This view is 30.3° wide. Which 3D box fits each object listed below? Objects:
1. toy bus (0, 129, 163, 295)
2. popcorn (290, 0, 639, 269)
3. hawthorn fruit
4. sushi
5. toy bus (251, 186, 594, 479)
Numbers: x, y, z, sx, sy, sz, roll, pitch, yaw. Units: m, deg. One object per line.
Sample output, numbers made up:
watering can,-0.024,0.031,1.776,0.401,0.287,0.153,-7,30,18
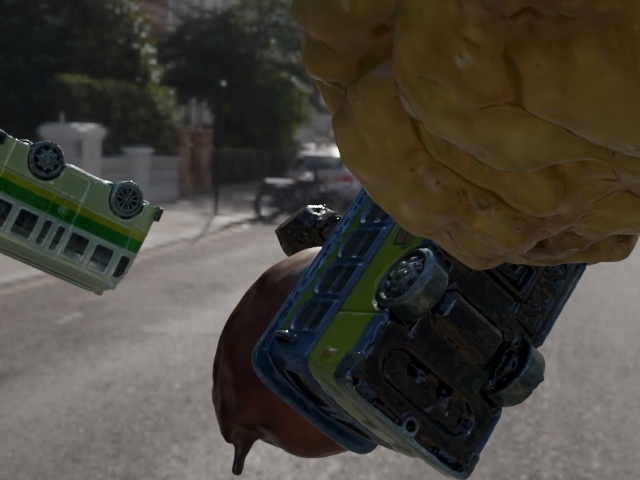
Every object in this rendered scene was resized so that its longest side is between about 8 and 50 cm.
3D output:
toy bus,-0.379,-0.043,1.640,0.276,0.164,0.134,27,-10,-31
popcorn,0.122,-0.094,0.487,0.265,0.225,0.332,-14,9,5
hawthorn fruit,-0.008,0.129,1.166,0.248,0.208,0.208,-42,23,-19
sushi,0.000,0.000,1.343,0.056,0.083,0.085,-47,8,-35
toy bus,0.106,0.025,0.975,0.152,0.312,0.190,42,-20,-22
